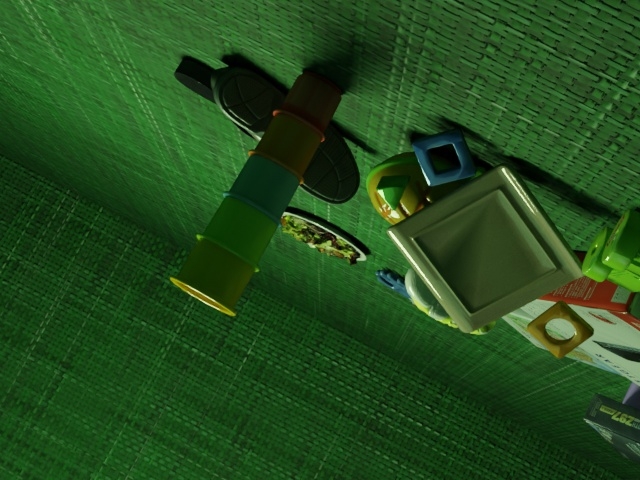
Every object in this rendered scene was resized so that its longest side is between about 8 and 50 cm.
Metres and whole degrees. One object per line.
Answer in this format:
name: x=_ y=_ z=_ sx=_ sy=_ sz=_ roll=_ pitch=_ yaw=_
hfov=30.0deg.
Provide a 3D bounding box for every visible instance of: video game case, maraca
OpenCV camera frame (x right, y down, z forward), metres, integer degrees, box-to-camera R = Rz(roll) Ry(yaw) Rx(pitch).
video game case: x=0.437 y=0.178 z=2.203 sx=0.212 sy=0.023 sz=0.193 roll=17 pitch=166 yaw=47
maraca: x=0.150 y=-0.062 z=1.562 sx=0.185 sy=0.099 sz=0.127 roll=4 pitch=145 yaw=19

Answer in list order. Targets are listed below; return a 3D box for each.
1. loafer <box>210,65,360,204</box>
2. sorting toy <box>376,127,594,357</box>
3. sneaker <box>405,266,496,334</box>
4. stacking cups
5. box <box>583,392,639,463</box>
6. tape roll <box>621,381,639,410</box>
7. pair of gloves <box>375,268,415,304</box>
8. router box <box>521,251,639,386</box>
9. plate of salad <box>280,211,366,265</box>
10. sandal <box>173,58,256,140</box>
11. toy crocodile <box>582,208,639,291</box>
loafer: x=-0.048 y=-0.156 z=1.688 sx=0.267 sy=0.096 sz=0.084 roll=42 pitch=-178 yaw=-28
sorting toy: x=0.210 y=0.009 z=1.508 sx=0.196 sy=0.047 sz=0.348 roll=-29 pitch=108 yaw=30
sneaker: x=0.219 y=0.108 z=2.250 sx=0.240 sy=0.091 sz=0.126 roll=34 pitch=169 yaw=-34
stacking cups: x=-0.069 y=-0.062 z=1.505 sx=0.096 sy=0.316 sz=0.096 roll=29 pitch=168 yaw=7
box: x=0.583 y=0.355 z=2.088 sx=0.183 sy=0.059 sz=0.232 roll=19 pitch=167 yaw=37
tape roll: x=0.676 y=0.328 z=2.133 sx=0.274 sy=0.090 sz=0.275 roll=27 pitch=169 yaw=5
pair of gloves: x=0.206 y=0.108 z=2.484 sx=0.198 sy=0.023 sz=0.159 roll=17 pitch=163 yaw=45
router box: x=0.470 y=0.131 z=1.704 sx=0.335 sy=0.082 sz=0.301 roll=32 pitch=169 yaw=-22
plate of salad: x=0.000 y=0.000 z=2.418 sx=0.200 sy=0.048 sz=0.200 roll=27 pitch=169 yaw=6
sandal: x=-0.106 y=-0.179 z=1.768 sx=0.254 sy=0.054 sz=0.097 roll=28 pitch=170 yaw=-2
toy crocodile: x=0.376 y=0.011 z=1.342 sx=0.115 sy=0.105 sz=0.340 roll=27 pitch=175 yaw=5
